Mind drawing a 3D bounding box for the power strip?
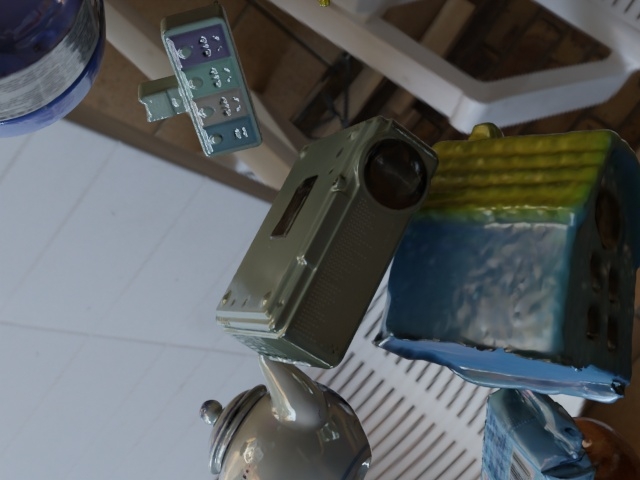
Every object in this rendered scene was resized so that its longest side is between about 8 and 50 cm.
[{"bbox_3d":[-0.172,-0.208,1.122,0.145,0.061,0.216,-14,134,0],"label":"power strip"}]

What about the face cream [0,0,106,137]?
[{"bbox_3d":[-0.341,-0.241,0.813,0.249,0.249,0.225,-38,-175,-13],"label":"face cream"}]

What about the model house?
[{"bbox_3d":[0.215,0.010,0.918,0.215,0.237,0.304,20,76,-47],"label":"model house"}]

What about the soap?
[{"bbox_3d":[0.273,0.318,1.073,0.077,0.156,0.293,-12,125,-14],"label":"soap"}]

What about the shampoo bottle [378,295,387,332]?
[{"bbox_3d":[0.182,0.030,1.591,0.134,0.078,0.360,95,9,-50],"label":"shampoo bottle"}]

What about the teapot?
[{"bbox_3d":[-0.073,0.328,1.287,0.252,0.279,0.424,-43,153,-48],"label":"teapot"}]

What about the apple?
[{"bbox_3d":[0.406,0.367,1.292,0.201,0.201,0.162,-34,130,-20],"label":"apple"}]

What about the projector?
[{"bbox_3d":[0.000,0.000,0.886,0.099,0.192,0.257,34,73,-21],"label":"projector"}]

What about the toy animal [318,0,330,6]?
[{"bbox_3d":[0.016,-0.287,0.820,0.219,0.155,0.095,-14,123,-3],"label":"toy animal"}]
